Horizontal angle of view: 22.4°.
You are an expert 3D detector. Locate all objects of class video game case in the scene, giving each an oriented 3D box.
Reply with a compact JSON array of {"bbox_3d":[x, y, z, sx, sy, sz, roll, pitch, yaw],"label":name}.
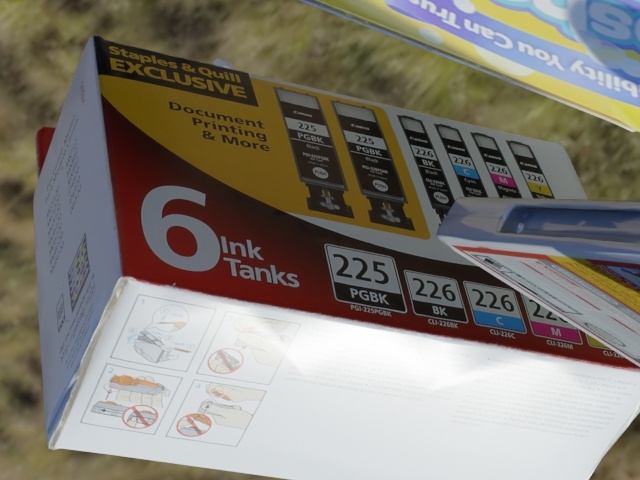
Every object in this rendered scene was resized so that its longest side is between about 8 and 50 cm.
[{"bbox_3d":[0.177,0.044,0.625,0.204,0.025,0.285,32,174,-14],"label":"video game case"}]

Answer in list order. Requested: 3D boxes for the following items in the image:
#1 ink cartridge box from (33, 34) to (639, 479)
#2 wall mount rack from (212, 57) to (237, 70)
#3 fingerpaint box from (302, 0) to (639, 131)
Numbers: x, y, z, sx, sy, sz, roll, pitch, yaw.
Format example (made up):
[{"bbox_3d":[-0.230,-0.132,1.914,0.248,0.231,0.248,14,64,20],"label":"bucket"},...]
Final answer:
[{"bbox_3d":[0.000,0.000,0.933,0.309,0.272,0.130,11,128,-23],"label":"ink cartridge box"},{"bbox_3d":[0.028,-0.019,1.351,0.304,0.350,0.130,13,123,2],"label":"wall mount rack"},{"bbox_3d":[0.212,-0.190,0.467,0.445,0.371,0.163,25,156,18],"label":"fingerpaint box"}]
